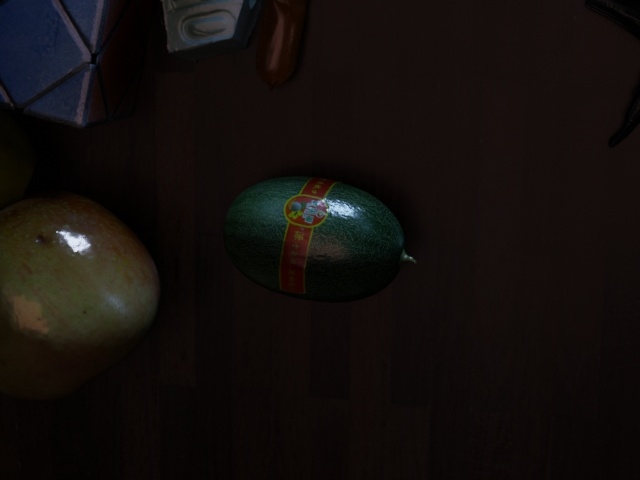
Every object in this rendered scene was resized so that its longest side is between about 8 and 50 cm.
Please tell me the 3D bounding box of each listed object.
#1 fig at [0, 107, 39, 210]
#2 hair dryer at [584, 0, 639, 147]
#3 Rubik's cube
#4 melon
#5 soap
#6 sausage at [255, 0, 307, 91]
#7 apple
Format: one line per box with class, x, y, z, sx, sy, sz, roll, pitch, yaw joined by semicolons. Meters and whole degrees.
fig;-0.585;-0.148;1.741;0.326;0.258;0.258;15;104;-3
hair dryer;0.434;-0.233;1.613;0.195;0.075;0.219;26;112;16
Rubik's cube;-0.382;-0.290;1.689;0.205;0.207;0.205;15;105;7
melon;0.000;0.000;1.678;0.287;0.182;0.182;9;102;11
soap;-0.168;-0.381;1.688;0.145;0.091;0.231;-9;98;13
sausage;-0.057;-0.309;1.698;0.062;0.054;0.183;6;102;-22
apple;-0.407;0.072;1.710;0.319;0.319;0.277;-33;105;16
